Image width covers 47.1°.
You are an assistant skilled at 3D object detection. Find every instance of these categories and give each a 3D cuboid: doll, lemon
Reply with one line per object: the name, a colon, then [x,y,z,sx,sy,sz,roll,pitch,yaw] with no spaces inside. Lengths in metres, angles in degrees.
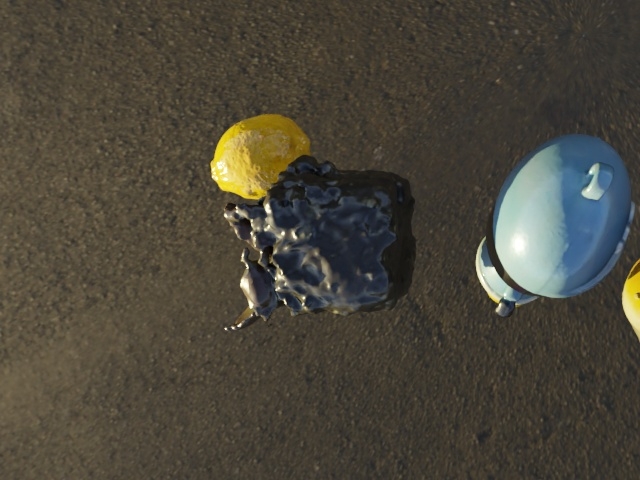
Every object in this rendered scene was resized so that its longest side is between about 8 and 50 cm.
doll: [0.254,-0.009,0.811,0.141,0.314,0.177,21,73,7]
lemon: [-0.082,-0.113,1.007,0.155,0.114,0.114,-18,98,25]

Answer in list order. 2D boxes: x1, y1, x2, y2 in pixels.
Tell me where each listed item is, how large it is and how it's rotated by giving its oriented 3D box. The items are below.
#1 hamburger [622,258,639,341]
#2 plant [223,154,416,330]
hamburger: [0.487,0.082,0.828,0.227,0.295,0.151,-22,121,-14]
plant: [0.000,0.000,0.892,0.233,0.178,0.204,0,105,23]
